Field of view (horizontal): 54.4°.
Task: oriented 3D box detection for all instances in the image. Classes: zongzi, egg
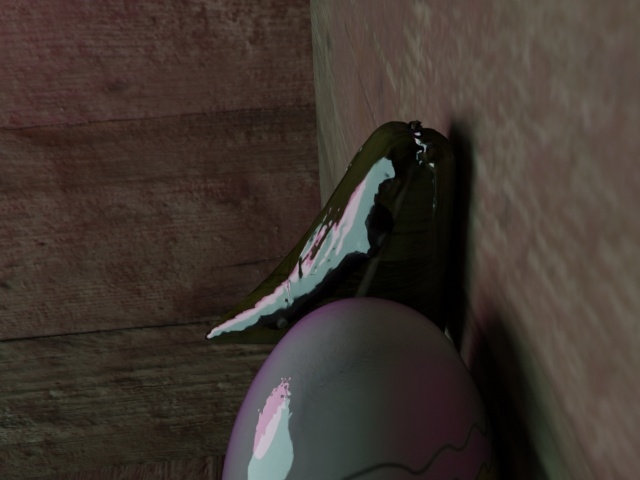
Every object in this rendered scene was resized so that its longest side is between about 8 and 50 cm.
[{"bbox_3d":[0.000,-0.002,0.480,0.094,0.204,0.205,-86,-6,-56],"label":"zongzi"},{"bbox_3d":[0.030,0.171,0.422,0.196,0.196,0.272,-102,25,-64],"label":"egg"}]
